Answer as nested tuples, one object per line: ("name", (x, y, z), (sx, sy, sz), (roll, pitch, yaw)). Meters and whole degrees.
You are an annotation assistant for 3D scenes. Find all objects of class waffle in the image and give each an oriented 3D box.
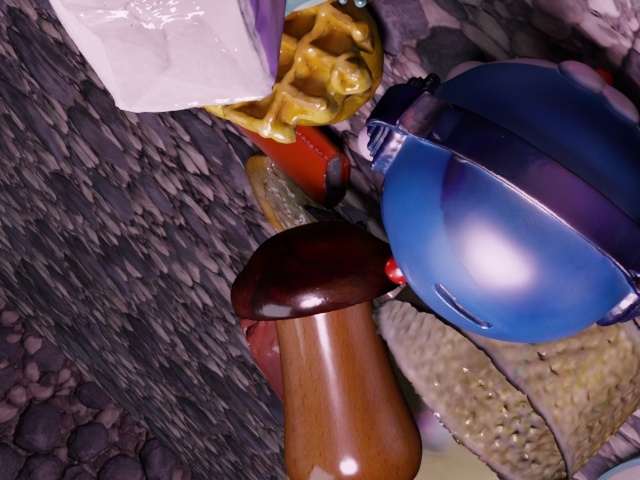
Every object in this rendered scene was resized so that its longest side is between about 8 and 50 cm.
("waffle", (-0.033, -0.204, 1.742), (0.219, 0.229, 0.057), (26, 178, 29))

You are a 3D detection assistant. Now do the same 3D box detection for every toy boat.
("toy boat", (0.062, 0.026, 2.206), (0.210, 0.066, 0.084), (40, 163, -4))

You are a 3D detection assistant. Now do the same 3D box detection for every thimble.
("thimble", (0.196, 0.113, 1.962), (0.271, 0.150, 0.271), (42, 161, 18))

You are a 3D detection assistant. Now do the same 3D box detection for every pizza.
("pizza", (0.000, 0.000, 2.375), (0.262, 0.034, 0.181), (44, 161, 10))

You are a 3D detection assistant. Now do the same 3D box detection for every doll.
("doll", (0.158, -0.035, 1.621), (0.284, 0.240, 0.310), (36, 170, -11))

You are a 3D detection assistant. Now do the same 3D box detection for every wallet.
("wallet", (-0.050, -0.133, 2.192), (0.204, 0.045, 0.142), (44, 165, 16))

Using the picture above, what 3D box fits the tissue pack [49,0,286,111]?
("tissue pack", (-0.117, -0.295, 1.514), (0.160, 0.338, 0.242), (-6, 141, 14))

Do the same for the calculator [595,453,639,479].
("calculator", (0.402, 0.354, 2.155), (0.256, 0.054, 0.386), (44, 161, 12))

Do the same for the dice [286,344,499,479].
("dice", (0.124, 0.282, 2.324), (0.252, 0.250, 0.254), (41, 161, 19))

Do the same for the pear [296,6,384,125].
("pear", (-0.020, -0.183, 1.849), (0.162, 0.149, 0.149), (37, 161, 8))

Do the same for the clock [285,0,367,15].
("clock", (-0.023, -0.266, 1.665), (0.211, 0.159, 0.066), (24, 152, 29))

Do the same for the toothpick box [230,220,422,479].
("toothpick box", (0.013, 0.128, 2.107), (0.192, 0.192, 0.294), (7, 110, 64))

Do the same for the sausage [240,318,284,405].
("sausage", (0.003, 0.153, 2.508), (0.152, 0.152, 0.279), (23, 152, 53))
